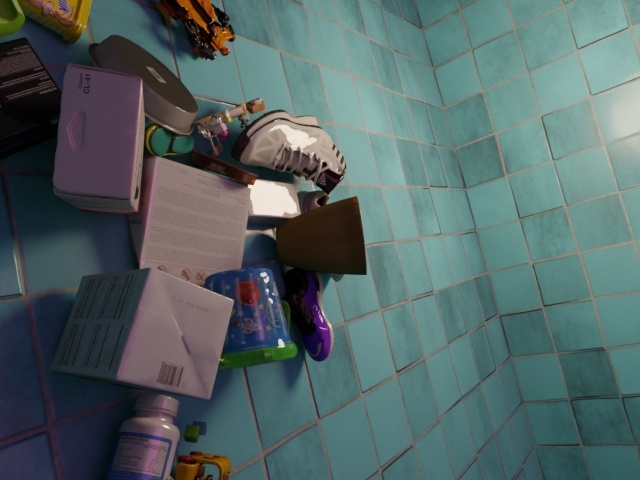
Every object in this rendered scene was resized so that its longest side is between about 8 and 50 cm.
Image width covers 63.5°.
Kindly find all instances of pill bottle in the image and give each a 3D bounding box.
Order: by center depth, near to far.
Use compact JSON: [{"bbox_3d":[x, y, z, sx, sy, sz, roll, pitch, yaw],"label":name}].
[{"bbox_3d":[-0.353,0.429,1.034,0.124,0.124,0.222,37,48,-39],"label":"pill bottle"}]

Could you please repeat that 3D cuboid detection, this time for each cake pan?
[{"bbox_3d":[-0.408,-0.378,1.237,0.293,0.054,0.293,43,16,-16],"label":"cake pan"}]

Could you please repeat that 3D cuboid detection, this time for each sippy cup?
[{"bbox_3d":[-0.187,0.186,1.254,0.305,0.239,0.224,119,-36,-78],"label":"sippy cup"}]

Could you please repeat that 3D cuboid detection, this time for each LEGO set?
[{"bbox_3d":[-0.257,-0.321,1.481,0.287,0.132,0.107,-49,124,-57],"label":"LEGO set"}]

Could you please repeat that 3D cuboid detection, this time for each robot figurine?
[{"bbox_3d":[-0.370,-0.656,1.495,0.291,0.085,0.211,52,41,-25],"label":"robot figurine"}]

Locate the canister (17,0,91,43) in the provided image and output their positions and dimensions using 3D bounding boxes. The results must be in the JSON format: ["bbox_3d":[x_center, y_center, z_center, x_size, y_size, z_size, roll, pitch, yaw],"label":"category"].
[{"bbox_3d":[-0.608,-0.535,1.140,0.169,0.073,0.126,24,57,-44],"label":"canister"}]

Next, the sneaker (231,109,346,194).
[{"bbox_3d":[-0.057,-0.259,1.597,0.257,0.169,0.447,46,32,12],"label":"sneaker"}]

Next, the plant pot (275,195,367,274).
[{"bbox_3d":[0.000,0.000,1.548,0.237,0.254,0.237,-7,90,-87],"label":"plant pot"}]

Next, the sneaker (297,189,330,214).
[{"bbox_3d":[-0.016,-0.060,1.692,0.103,0.111,0.253,17,63,-49],"label":"sneaker"}]

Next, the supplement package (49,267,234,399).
[{"bbox_3d":[-0.345,0.184,1.006,0.199,0.262,0.198,31,62,-42],"label":"supplement package"}]

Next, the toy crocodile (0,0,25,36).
[{"bbox_3d":[-0.715,-0.419,0.922,0.340,0.105,0.115,-12,85,-54],"label":"toy crocodile"}]

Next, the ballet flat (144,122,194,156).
[{"bbox_3d":[-0.388,-0.247,1.261,0.231,0.077,0.077,-33,144,-79],"label":"ballet flat"}]

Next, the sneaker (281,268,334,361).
[{"bbox_3d":[-0.055,0.217,1.543,0.146,0.102,0.294,14,58,-50],"label":"sneaker"}]

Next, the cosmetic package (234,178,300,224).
[{"bbox_3d":[-0.166,-0.113,1.542,0.231,0.085,0.118,2,74,-51],"label":"cosmetic package"}]

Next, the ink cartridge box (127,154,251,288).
[{"bbox_3d":[-0.334,0.014,1.298,0.308,0.091,0.386,14,82,-50],"label":"ink cartridge box"}]

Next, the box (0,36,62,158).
[{"bbox_3d":[-0.627,-0.251,0.972,0.184,0.103,0.261,59,37,-14],"label":"box"}]

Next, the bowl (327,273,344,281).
[{"bbox_3d":[0.043,0.046,1.718,0.080,0.170,0.170,18,57,-13],"label":"bowl"}]

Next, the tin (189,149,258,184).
[{"bbox_3d":[-0.261,-0.194,1.388,0.106,0.189,0.040,-42,154,-79],"label":"tin"}]

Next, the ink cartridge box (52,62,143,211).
[{"bbox_3d":[-0.415,-0.173,1.005,0.131,0.306,0.226,5,88,-19],"label":"ink cartridge box"}]

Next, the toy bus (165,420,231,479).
[{"bbox_3d":[-0.245,0.505,1.089,0.202,0.104,0.191,-81,177,-61],"label":"toy bus"}]
